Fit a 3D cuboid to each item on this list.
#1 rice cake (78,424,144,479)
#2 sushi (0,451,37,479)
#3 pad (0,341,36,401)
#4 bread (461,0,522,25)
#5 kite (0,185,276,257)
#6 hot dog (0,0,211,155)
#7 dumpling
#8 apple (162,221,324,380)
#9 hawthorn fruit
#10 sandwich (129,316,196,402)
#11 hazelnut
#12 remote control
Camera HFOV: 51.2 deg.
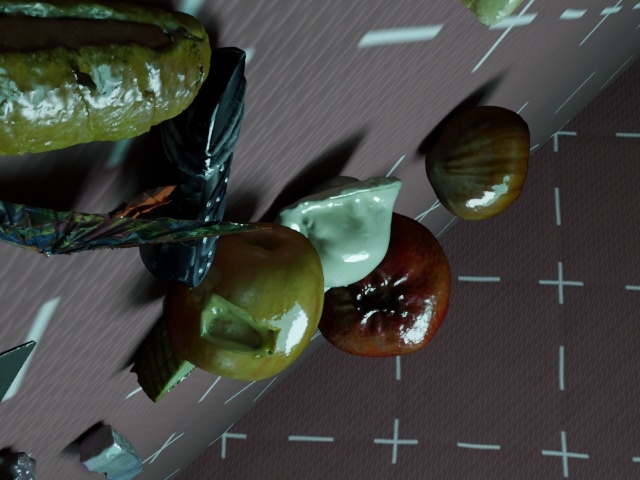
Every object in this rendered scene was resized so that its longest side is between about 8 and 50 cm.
[{"bbox_3d":[-0.378,0.397,1.223,0.070,0.064,0.399,-28,164,-20],"label":"rice cake"},{"bbox_3d":[-0.420,0.393,0.815,0.241,0.161,0.107,-40,167,-10],"label":"sushi"},{"bbox_3d":[-0.361,0.164,0.583,0.143,0.003,0.211,-49,167,29],"label":"pad"},{"bbox_3d":[0.180,-0.275,0.626,0.125,0.082,0.106,-49,-178,-23],"label":"bread"},{"bbox_3d":[-0.146,-0.011,0.462,0.232,0.009,0.189,4,164,-41],"label":"kite"},{"bbox_3d":[-0.152,-0.070,0.302,0.088,0.061,0.286,-37,173,38],"label":"hot dog"},{"bbox_3d":[0.000,0.000,0.913,0.179,0.131,0.252,-9,147,-42],"label":"dumpling"},{"bbox_3d":[-0.080,0.066,0.773,0.199,0.199,0.199,-41,168,-10],"label":"apple"},{"bbox_3d":[0.102,0.072,1.219,0.265,0.265,0.307,-44,-172,8],"label":"hawthorn fruit"},{"bbox_3d":[-0.155,0.122,0.970,0.186,0.065,0.214,-50,167,30],"label":"sandwich"},{"bbox_3d":[0.284,-0.147,1.234,0.210,0.210,0.186,-46,-169,17],"label":"hazelnut"},{"bbox_3d":[-0.106,-0.050,0.531,0.266,0.066,0.090,114,-11,-54],"label":"remote control"}]
